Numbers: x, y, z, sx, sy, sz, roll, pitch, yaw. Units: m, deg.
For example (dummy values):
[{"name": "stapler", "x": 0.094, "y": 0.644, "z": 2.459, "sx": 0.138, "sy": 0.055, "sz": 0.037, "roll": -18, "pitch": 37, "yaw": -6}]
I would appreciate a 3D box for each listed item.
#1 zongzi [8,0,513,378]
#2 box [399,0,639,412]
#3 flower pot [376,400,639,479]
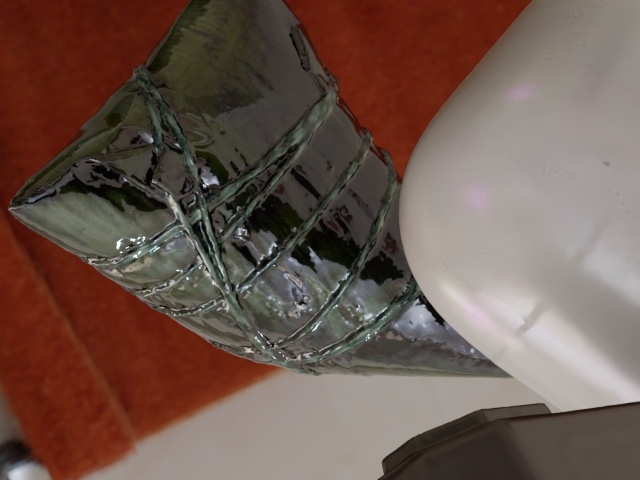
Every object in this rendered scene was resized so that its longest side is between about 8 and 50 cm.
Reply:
[{"name": "zongzi", "x": 0.000, "y": 0.000, "z": 1.287, "sx": 0.362, "sy": 0.383, "sz": 0.319, "roll": 10, "pitch": -126, "yaw": 36}, {"name": "box", "x": 0.220, "y": 0.014, "z": 0.802, "sx": 0.288, "sy": 0.349, "sz": 0.141, "roll": -50, "pitch": 174, "yaw": -48}, {"name": "flower pot", "x": 0.078, "y": 0.112, "z": 0.559, "sx": 0.251, "sy": 0.084, "sz": 0.179, "roll": -1, "pitch": 148, "yaw": -48}]
